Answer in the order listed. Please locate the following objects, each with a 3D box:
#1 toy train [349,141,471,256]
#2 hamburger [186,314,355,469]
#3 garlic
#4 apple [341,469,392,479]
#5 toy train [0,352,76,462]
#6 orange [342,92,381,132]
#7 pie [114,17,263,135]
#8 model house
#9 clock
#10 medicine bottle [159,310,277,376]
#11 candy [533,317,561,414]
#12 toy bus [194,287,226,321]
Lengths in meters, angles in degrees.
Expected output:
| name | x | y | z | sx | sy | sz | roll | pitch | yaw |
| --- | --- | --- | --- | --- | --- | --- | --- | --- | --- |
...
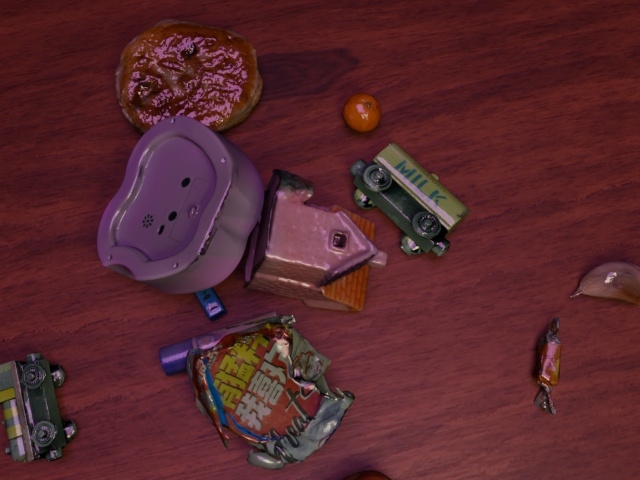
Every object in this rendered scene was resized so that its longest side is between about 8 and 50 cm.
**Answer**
| name | x | y | z | sx | sy | sz | roll | pitch | yaw |
| --- | --- | --- | --- | --- | --- | --- | --- | --- | --- |
| toy train | 0.182 | -0.087 | 1.408 | 0.157 | 0.105 | 0.253 | -40 | 76 | -25 |
| hamburger | -0.089 | 0.258 | 1.264 | 0.260 | 0.150 | 0.276 | -36 | 98 | 14 |
| garlic | 0.568 | 0.077 | 1.363 | 0.152 | 0.066 | 0.084 | 10 | 76 | 1 |
| apple | 0.080 | 0.471 | 1.214 | 0.146 | 0.146 | 0.131 | -37 | 94 | -10 |
| toy train | -0.536 | 0.314 | 1.303 | 0.132 | 0.083 | 0.200 | -19 | 74 | 7 |
| orange | 0.087 | -0.266 | 1.464 | 0.084 | 0.083 | 0.083 | 0 | 73 | 1 |
| pie | -0.284 | -0.338 | 1.486 | 0.315 | 0.092 | 0.315 | 0 | 75 | -1 |
| model house | 0.000 | 0.000 | 1.312 | 0.237 | 0.237 | 0.202 | 15 | 67 | -10 |
| clock | -0.272 | -0.067 | 1.328 | 0.339 | 0.102 | 0.338 | -11 | 67 | 27 |
| medicine bottle | -0.187 | 0.196 | 1.339 | 0.231 | 0.059 | 0.059 | -17 | 74 | -5 |
| candy | 0.426 | 0.234 | 1.326 | 0.046 | 0.053 | 0.182 | 8 | 76 | 4 |
| toy bus | -0.219 | 0.112 | 1.372 | 0.038 | 0.046 | 0.083 | -30 | 76 | -8 |
